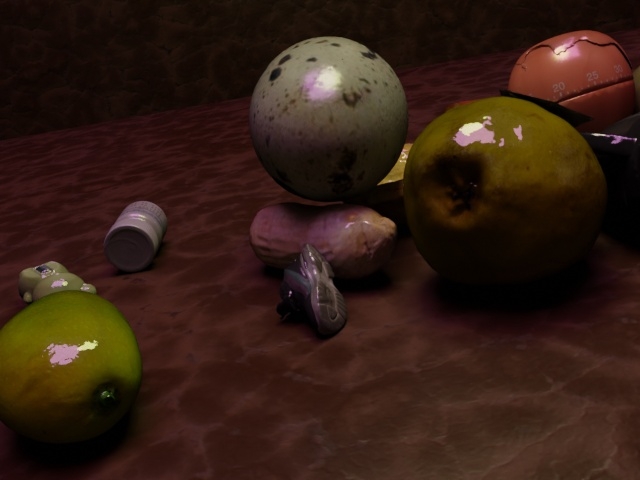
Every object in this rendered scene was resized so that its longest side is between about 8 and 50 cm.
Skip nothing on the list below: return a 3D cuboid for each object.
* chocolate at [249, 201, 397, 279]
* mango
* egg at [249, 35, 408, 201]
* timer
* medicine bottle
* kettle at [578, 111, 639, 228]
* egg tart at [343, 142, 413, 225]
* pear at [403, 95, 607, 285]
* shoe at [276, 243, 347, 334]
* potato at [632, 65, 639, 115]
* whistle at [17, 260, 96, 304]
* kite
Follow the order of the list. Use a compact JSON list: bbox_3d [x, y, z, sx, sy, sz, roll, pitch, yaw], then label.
[{"bbox_3d":[0.000,0.000,1.255,0.309,0.134,0.134,2,23,41],"label":"chocolate"},{"bbox_3d":[-0.347,0.152,0.977,0.192,0.155,0.343,-8,15,-20],"label":"mango"},{"bbox_3d":[0.013,-0.211,1.294,0.288,0.287,0.379,-6,29,12],"label":"egg"},{"bbox_3d":[0.474,-0.277,1.380,0.230,0.214,0.229,-11,2,0],"label":"timer"},{"bbox_3d":[-0.376,-0.012,1.494,0.105,0.105,0.168,-10,20,1],"label":"medicine bottle"},{"bbox_3d":[0.513,-0.108,1.219,0.251,0.207,0.271,-17,5,-11],"label":"kettle"},{"bbox_3d":[0.157,-0.108,1.478,0.315,0.120,0.315,-11,21,4],"label":"egg tart"},{"bbox_3d":[0.291,-0.064,1.107,0.287,0.287,0.375,6,-4,38],"label":"pear"},{"bbox_3d":[-0.025,0.089,1.114,0.099,0.071,0.169,-34,41,18],"label":"shoe"},{"bbox_3d":[0.701,-0.236,1.377,0.221,0.243,0.326,-5,19,2],"label":"potato"},{"bbox_3d":[-0.490,0.088,1.309,0.105,0.085,0.227,-25,26,-35],"label":"whistle"},{"bbox_3d":[0.336,-0.197,1.148,0.141,0.015,0.245,23,4,5],"label":"kite"}]
